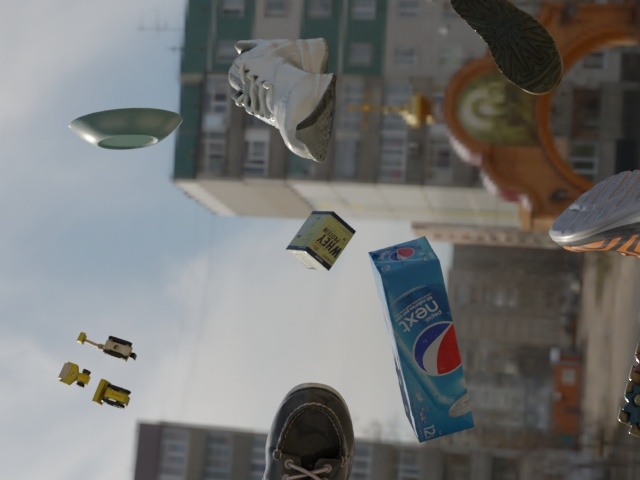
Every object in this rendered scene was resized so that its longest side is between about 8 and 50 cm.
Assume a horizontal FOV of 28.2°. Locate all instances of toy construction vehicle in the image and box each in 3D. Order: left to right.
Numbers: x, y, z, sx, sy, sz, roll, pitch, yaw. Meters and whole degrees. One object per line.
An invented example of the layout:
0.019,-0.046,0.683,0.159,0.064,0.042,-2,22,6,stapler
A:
-0.275,0.165,1.617,0.035,0.098,0.086,71,-144,-67,toy construction vehicle

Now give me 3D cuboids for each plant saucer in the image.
-0.332,-0.186,2.195,0.195,0.195,0.037,31,-127,-77,plant saucer

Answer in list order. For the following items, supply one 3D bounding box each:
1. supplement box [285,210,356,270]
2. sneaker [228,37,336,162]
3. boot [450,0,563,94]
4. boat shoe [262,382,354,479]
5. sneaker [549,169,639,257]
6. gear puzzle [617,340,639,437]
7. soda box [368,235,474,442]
0.000,0.000,2.121,0.083,0.056,0.083,-55,21,-14,supplement box
-0.049,-0.176,1.572,0.297,0.129,0.111,-105,22,-67,sneaker
0.329,-0.306,2.008,0.236,0.089,0.269,56,-162,19,boot
-0.023,0.327,1.594,0.095,0.112,0.335,-90,9,-54,boat shoe
0.414,0.010,1.502,0.124,0.321,0.180,-45,-76,-23,sneaker
0.708,0.312,2.296,0.044,0.339,0.175,129,162,-72,gear puzzle
0.110,0.108,1.384,0.071,0.067,0.210,-114,9,-67,soda box
